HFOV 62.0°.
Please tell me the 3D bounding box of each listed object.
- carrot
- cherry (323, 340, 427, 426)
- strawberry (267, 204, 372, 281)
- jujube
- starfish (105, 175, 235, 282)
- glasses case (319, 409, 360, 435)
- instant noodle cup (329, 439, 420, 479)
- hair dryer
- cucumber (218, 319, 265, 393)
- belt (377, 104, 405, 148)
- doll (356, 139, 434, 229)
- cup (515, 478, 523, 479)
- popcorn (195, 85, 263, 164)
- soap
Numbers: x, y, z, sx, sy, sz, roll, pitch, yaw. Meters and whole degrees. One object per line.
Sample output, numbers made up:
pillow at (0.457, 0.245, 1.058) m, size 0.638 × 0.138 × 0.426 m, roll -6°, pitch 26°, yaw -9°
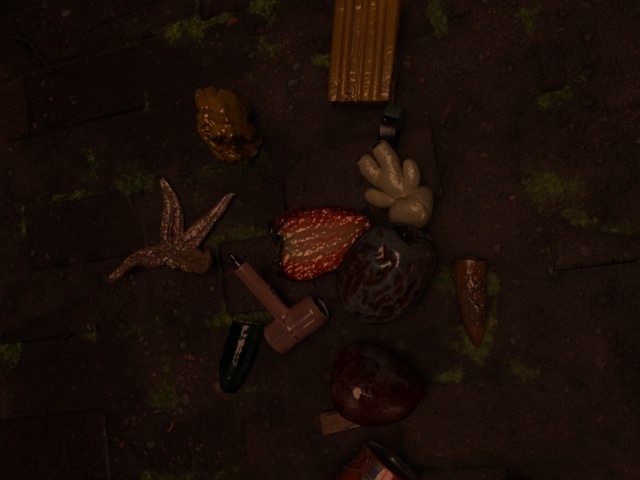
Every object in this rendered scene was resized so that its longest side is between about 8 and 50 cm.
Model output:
carrot at (0.429, 0.171, 1.494) m, size 0.102 × 0.102 × 0.263 m, roll -5°, pitch 92°, yaw 15°
cherry at (0.148, 0.403, 1.484) m, size 0.300 × 0.230 × 0.203 m, roll 13°, pitch 116°, yaw -1°
strawberry at (0.000, 0.000, 1.609) m, size 0.307 × 0.137 × 0.233 m, roll -9°, pitch 106°, yaw -3°
jujube at (0.171, 0.099, 1.471) m, size 0.247 × 0.215 × 0.308 m, roll 31°, pitch 121°, yaw 15°
starfish at (-0.475, -0.008, 1.729) m, size 0.398 × 0.132 × 0.383 m, roll 11°, pitch 83°, yaw 29°
glasses case at (0.084, 0.528, 1.589) m, size 0.170 × 0.041 × 0.064 m, roll -19°, pitch 68°, yaw 14°
instant noodle cup at (0.147, 0.691, 1.467) m, size 0.250 × 0.250 × 0.192 m, roll 35°, pitch 89°, yaw 14°
hair dryer at (-0.146, 0.161, 1.585) m, size 0.189 × 0.107 × 0.344 m, roll -38°, pitch 102°, yaw 13°
cucumber at (-0.264, 0.371, 1.684) m, size 0.115 × 0.063 × 0.243 m, roll 15°, pitch 93°, yaw 16°
belt at (0.206, -0.331, 1.568) m, size 0.058 × 0.105 × 0.140 m, roll 16°, pitch 81°, yaw 16°
doll at (0.226, -0.158, 1.539) m, size 0.149 × 0.175 × 0.278 m, roll -31°, pitch 85°, yaw -21°
cup at (0.572, 0.739, 1.403) m, size 0.202 × 0.221 × 0.167 m, roll 41°, pitch 132°, yaw 17°
popcorn at (-0.298, -0.355, 1.668) m, size 0.190 × 0.191 × 0.253 m, roll -22°, pitch 90°, yaw 27°
soap at (0.135, -0.561, 1.603) m, size 0.204 × 0.096 × 0.324 m, roll 5°, pitch 89°, yaw 16°
